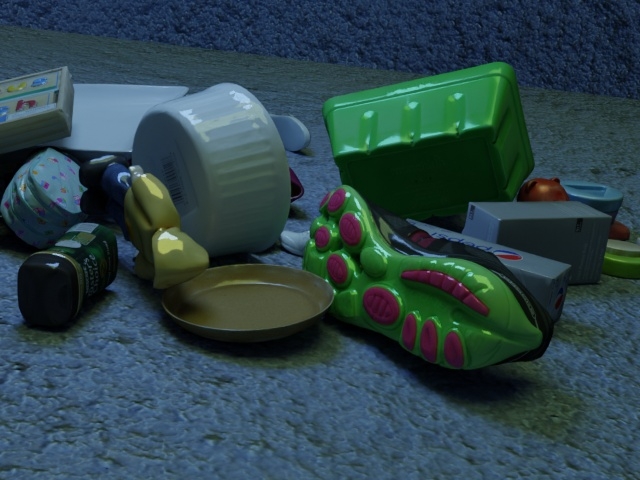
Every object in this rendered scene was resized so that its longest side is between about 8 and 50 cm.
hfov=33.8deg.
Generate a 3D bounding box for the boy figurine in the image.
[{"bbox_3d":[-0.253,-0.012,1.515,0.092,0.177,0.285,-14,39,-30],"label":"boy figurine"}]

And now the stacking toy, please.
[{"bbox_3d":[0.526,-0.046,1.982,0.279,0.130,0.309,20,23,35],"label":"stacking toy"}]

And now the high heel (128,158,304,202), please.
[{"bbox_3d":[-0.218,-0.127,1.916,0.377,0.127,0.181,1,9,-30],"label":"high heel"}]

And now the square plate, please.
[{"bbox_3d":[-0.443,-0.207,1.881,0.347,0.049,0.344,2,27,10],"label":"square plate"}]

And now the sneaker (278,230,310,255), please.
[{"bbox_3d":[0.000,0.000,1.746,0.152,0.061,0.054,16,22,27],"label":"sneaker"}]

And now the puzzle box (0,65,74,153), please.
[{"bbox_3d":[-0.617,-0.190,1.757,0.409,0.052,0.272,-14,26,-6],"label":"puzzle box"}]

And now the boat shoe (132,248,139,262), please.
[{"bbox_3d":[-0.239,0.033,1.603,0.100,0.035,0.035,15,46,9],"label":"boat shoe"}]

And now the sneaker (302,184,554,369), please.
[{"bbox_3d":[0.134,0.063,1.497,0.202,0.185,0.483,17,13,-37],"label":"sneaker"}]

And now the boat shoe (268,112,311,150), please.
[{"bbox_3d":[-0.074,-0.264,2.481,0.070,0.077,0.219,-6,21,-32],"label":"boat shoe"}]

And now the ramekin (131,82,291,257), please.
[{"bbox_3d":[-0.181,-0.101,1.655,0.135,0.277,0.277,-17,30,-37],"label":"ramekin"}]

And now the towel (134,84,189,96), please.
[{"bbox_3d":[-0.354,-0.264,2.364,0.320,0.090,0.374,18,21,20],"label":"towel"}]

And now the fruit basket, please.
[{"bbox_3d":[0.210,-0.188,1.995,0.392,0.283,0.392,-14,30,9],"label":"fruit basket"}]

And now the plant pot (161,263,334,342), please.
[{"bbox_3d":[-0.099,0.088,1.448,0.236,0.032,0.236,0,19,0],"label":"plant pot"}]

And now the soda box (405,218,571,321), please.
[{"bbox_3d":[0.233,0.051,1.635,0.286,0.091,0.098,17,19,25],"label":"soda box"}]

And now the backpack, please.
[{"bbox_3d":[-0.428,-0.069,1.650,0.152,0.115,0.182,36,25,-11],"label":"backpack"}]

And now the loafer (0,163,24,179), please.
[{"bbox_3d":[-0.496,-0.166,1.991,0.268,0.092,0.102,-5,24,-29],"label":"loafer"}]

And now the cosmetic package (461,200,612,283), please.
[{"bbox_3d":[0.360,0.004,1.774,0.238,0.127,0.107,-5,21,-28],"label":"cosmetic package"}]

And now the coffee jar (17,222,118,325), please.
[{"bbox_3d":[-0.339,0.045,1.417,0.079,0.096,0.184,7,19,9],"label":"coffee jar"}]
